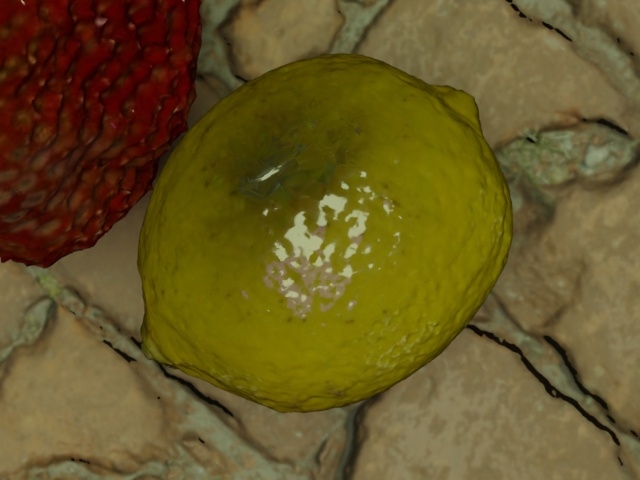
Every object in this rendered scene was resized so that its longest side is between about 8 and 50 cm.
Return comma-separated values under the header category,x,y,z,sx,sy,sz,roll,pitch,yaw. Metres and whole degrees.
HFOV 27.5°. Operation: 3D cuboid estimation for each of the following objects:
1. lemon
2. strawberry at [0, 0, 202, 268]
category,x,y,z,sx,sy,sz,roll,pitch,yaw
lemon,0.000,0.000,0.966,0.310,0.253,0.253,-37,89,-3
strawberry,-0.210,-0.138,0.914,0.267,0.351,0.312,-16,98,2
